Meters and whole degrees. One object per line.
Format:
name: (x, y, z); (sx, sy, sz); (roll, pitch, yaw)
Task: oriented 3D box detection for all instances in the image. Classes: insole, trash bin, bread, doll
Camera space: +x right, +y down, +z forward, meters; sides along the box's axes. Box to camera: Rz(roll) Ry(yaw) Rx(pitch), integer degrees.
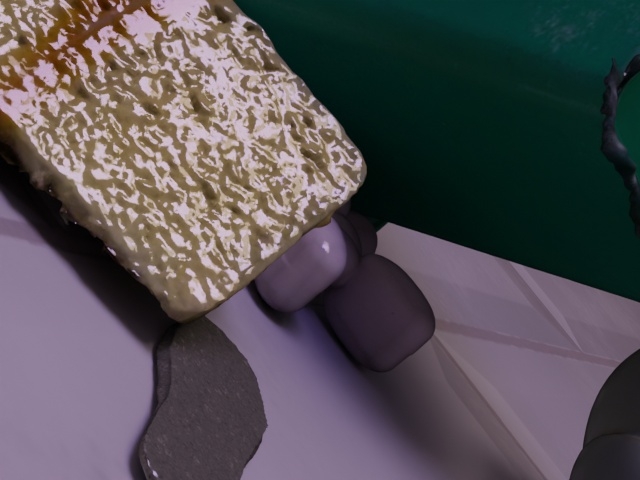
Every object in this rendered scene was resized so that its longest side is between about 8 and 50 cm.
insole: (-0.050, 0.075, 0.749); (0.063, 0.010, 0.192); (45, 13, -9)
trash bin: (0.121, -0.134, 1.065); (0.381, 0.259, 0.295); (25, -27, 48)
bread: (-0.109, -0.087, 0.837); (0.266, 0.142, 0.178); (49, -3, -3)
doll: (0.000, 0.000, 1.040); (0.161, 0.059, 0.160); (34, 20, -47)

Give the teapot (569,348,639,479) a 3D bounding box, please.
teapot: (0.233, 0.122, 1.029); (0.220, 0.149, 0.318); (31, -41, 43)
